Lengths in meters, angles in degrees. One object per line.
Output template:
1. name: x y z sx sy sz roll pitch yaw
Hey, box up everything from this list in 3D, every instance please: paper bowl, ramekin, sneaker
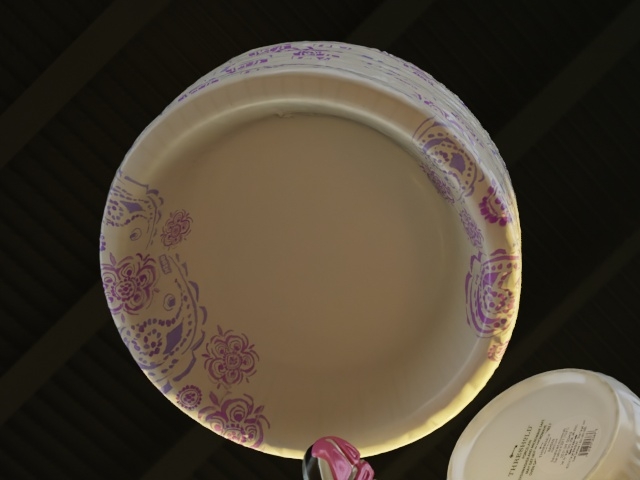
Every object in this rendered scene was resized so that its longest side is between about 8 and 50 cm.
1. paper bowl: 0.000 0.000 0.780 0.284 0.148 0.284 4 -67 10
2. ramekin: 0.204 0.204 0.927 0.207 0.207 0.109 -38 -68 1
3. sneaker: 0.007 0.206 0.711 0.074 0.063 0.170 -8 -67 21
